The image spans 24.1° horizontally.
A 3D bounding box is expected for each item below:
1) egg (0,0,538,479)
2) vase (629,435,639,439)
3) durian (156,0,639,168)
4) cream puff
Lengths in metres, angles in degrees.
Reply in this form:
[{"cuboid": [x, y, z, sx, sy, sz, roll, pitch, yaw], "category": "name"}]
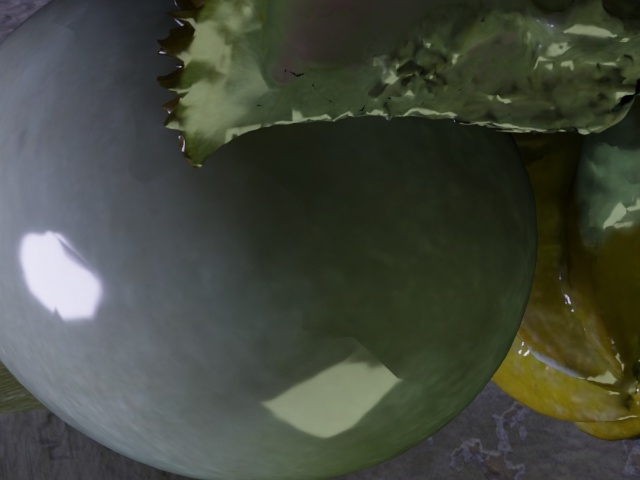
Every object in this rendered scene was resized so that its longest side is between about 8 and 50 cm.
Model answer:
[{"cuboid": [-0.050, -0.012, 0.757, 0.258, 0.258, 0.352, -4, -160, -37], "category": "egg"}, {"cuboid": [0.259, 0.005, 1.246, 0.156, 0.301, 0.251, -3, 159, -41], "category": "vase"}, {"cuboid": [0.087, -0.125, 0.593, 0.306, 0.166, 0.172, -1, 166, -18], "category": "durian"}, {"cuboid": [0.227, -0.013, 0.989, 0.378, 0.275, 0.378, -21, 166, -5], "category": "cream puff"}]
